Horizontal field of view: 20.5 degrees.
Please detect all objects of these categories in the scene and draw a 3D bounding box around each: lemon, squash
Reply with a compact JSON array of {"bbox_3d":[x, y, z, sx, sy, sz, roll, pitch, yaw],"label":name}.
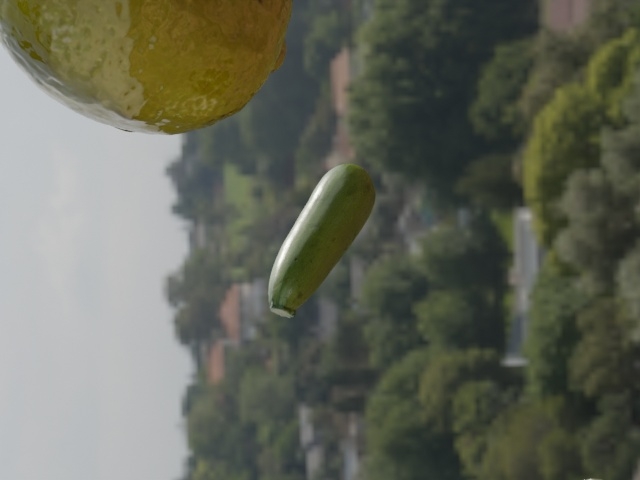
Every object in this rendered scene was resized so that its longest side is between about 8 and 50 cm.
[{"bbox_3d":[-0.159,-0.221,1.551,0.284,0.260,0.261,23,-123,-48],"label":"lemon"},{"bbox_3d":[0.000,0.000,1.861,0.066,0.066,0.201,95,-159,-57],"label":"squash"}]

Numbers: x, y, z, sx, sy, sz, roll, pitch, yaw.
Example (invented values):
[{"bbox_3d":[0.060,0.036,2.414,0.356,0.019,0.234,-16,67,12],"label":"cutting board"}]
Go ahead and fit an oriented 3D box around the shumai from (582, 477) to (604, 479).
[{"bbox_3d":[0.310,0.375,1.583,0.304,0.263,0.309,-165,84,-70],"label":"shumai"}]
